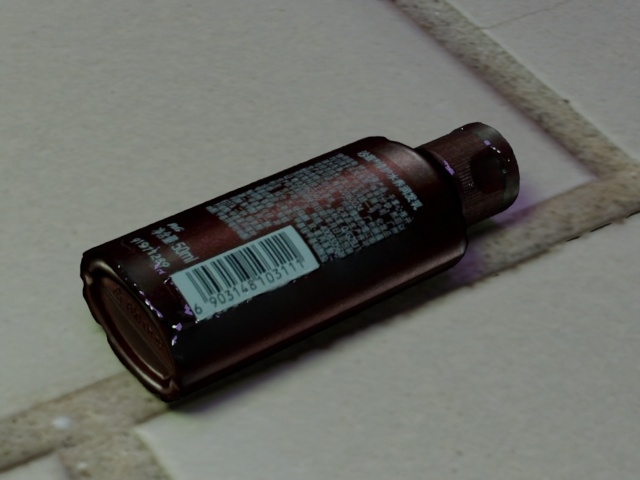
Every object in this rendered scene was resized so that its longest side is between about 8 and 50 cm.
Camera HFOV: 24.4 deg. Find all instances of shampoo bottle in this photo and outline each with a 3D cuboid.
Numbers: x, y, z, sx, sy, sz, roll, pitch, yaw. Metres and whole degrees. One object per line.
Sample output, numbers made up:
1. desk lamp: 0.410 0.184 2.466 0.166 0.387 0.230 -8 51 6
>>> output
1. shampoo bottle: 0.000 0.000 1.035 0.323 0.084 0.129 -25 54 -32
